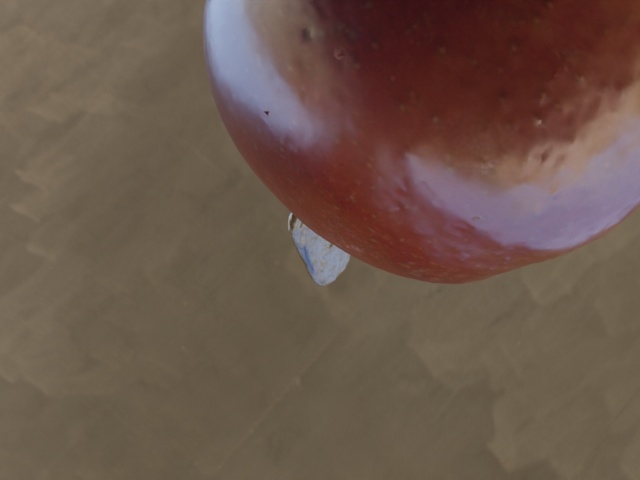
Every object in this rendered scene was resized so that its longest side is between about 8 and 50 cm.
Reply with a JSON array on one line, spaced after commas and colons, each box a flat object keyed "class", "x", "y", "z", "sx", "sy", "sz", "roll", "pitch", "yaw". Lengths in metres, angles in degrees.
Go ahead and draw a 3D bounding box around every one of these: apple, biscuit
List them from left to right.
[{"class": "biscuit", "x": 0.000, "y": 0.000, "z": 1.185, "sx": 0.018, "sy": 0.147, "sz": 0.071, "roll": 25, "pitch": -117, "yaw": 39}, {"class": "apple", "x": 0.063, "y": -0.091, "z": 0.428, "sx": 0.218, "sy": 0.218, "sz": 0.201, "roll": -34, "pitch": -88, "yaw": -8}]
